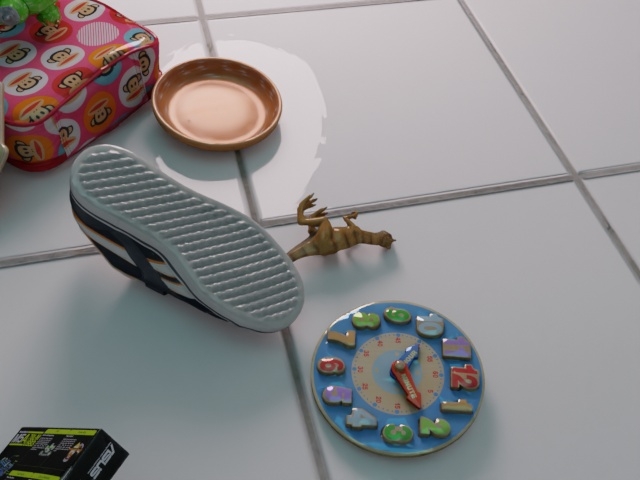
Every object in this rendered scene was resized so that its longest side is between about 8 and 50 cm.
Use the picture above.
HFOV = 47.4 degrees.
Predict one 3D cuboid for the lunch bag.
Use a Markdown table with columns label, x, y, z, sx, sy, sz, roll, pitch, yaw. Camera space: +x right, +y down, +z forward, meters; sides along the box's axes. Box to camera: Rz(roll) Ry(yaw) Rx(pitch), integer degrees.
| label | x | y | z | sx | sy | sz | roll | pitch | yaw |
| --- | --- | --- | --- | --- | --- | --- | --- | --- | --- |
| lunch bag | -0.414 | -0.255 | 1.099 | 0.258 | 0.120 | 0.293 | 31 | 55 | 19 |

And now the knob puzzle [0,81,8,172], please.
| label | x | y | z | sx | sy | sz | roll | pitch | yaw |
| --- | --- | --- | --- | --- | --- | --- | --- | --- | --- |
| knob puzzle | -0.499 | -0.107 | 0.965 | 0.213 | 0.030 | 0.213 | -3 | 81 | 20 |

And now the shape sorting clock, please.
| label | x | y | z | sx | sy | sz | roll | pitch | yaw |
| --- | --- | --- | --- | --- | --- | --- | --- | --- | --- |
| shape sorting clock | 0.091 | 0.156 | 0.860 | 0.206 | 0.040 | 0.206 | 3 | 50 | -3 |

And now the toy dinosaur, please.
| label | x | y | z | sx | sy | sz | roll | pitch | yaw |
| --- | --- | --- | --- | --- | --- | --- | --- | --- | --- |
| toy dinosaur | 0.000 | 0.000 | 0.965 | 0.211 | 0.064 | 0.112 | -17 | 56 | -18 |

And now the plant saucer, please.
| label | x | y | z | sx | sy | sz | roll | pitch | yaw |
| --- | --- | --- | --- | --- | --- | --- | --- | --- | --- |
| plant saucer | -0.160 | -0.207 | 1.128 | 0.200 | 0.037 | 0.200 | 5 | 53 | -6 |

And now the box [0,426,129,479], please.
| label | x | y | z | sx | sy | sz | roll | pitch | yaw |
| --- | --- | --- | --- | --- | --- | --- | --- | --- | --- |
| box | -0.287 | 0.257 | 0.668 | 0.045 | 0.190 | 0.184 | 53 | 49 | -20 |

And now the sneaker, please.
| label | x | y | z | sx | sy | sz | roll | pitch | yaw |
| --- | --- | --- | --- | --- | --- | --- | --- | --- | --- |
| sneaker | -0.168 | 0.011 | 0.913 | 0.321 | 0.127 | 0.126 | 37 | 59 | -1 |

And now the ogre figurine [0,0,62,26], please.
| label | x | y | z | sx | sy | sz | roll | pitch | yaw |
| --- | --- | --- | --- | --- | --- | --- | --- | --- | --- |
| ogre figurine | -0.434 | -0.363 | 1.064 | 0.118 | 0.097 | 0.197 | 23 | 38 | 35 |
